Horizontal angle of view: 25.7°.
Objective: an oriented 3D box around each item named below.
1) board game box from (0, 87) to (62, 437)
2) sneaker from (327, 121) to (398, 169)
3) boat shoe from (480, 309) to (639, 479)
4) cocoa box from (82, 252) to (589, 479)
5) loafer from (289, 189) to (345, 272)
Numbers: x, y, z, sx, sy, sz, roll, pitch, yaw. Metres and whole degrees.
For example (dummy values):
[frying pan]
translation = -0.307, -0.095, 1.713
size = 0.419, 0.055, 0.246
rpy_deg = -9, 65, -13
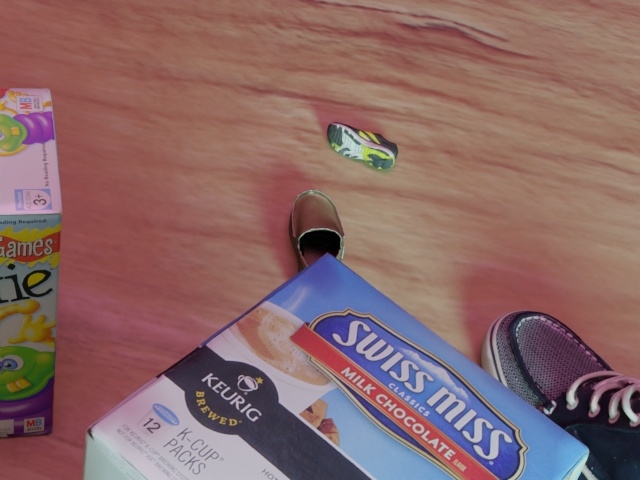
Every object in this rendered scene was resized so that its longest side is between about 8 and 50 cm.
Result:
[board game box]
translation = -0.287, 0.025, 1.141
size = 0.142, 0.275, 0.144
rpy_deg = -2, 48, -14
[sneaker]
translation = 0.046, -0.104, 1.513
size = 0.083, 0.031, 0.035
rpy_deg = 30, 34, 10
[boat shoe]
translation = 0.267, 0.155, 1.221
size = 0.127, 0.158, 0.340
rpy_deg = -17, 53, -26
[cocoa box]
translation = -0.011, 0.232, 0.955
size = 0.231, 0.347, 0.228
rpy_deg = 37, 50, 22
[loafer]
translation = 0.000, 0.000, 1.385
size = 0.056, 0.050, 0.148
rpy_deg = 2, 47, -11
